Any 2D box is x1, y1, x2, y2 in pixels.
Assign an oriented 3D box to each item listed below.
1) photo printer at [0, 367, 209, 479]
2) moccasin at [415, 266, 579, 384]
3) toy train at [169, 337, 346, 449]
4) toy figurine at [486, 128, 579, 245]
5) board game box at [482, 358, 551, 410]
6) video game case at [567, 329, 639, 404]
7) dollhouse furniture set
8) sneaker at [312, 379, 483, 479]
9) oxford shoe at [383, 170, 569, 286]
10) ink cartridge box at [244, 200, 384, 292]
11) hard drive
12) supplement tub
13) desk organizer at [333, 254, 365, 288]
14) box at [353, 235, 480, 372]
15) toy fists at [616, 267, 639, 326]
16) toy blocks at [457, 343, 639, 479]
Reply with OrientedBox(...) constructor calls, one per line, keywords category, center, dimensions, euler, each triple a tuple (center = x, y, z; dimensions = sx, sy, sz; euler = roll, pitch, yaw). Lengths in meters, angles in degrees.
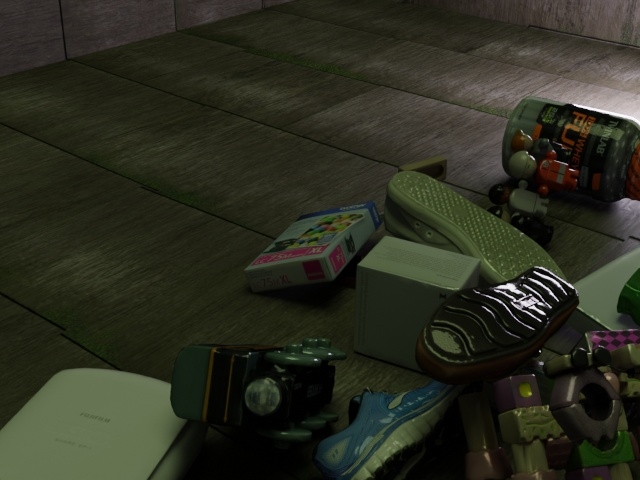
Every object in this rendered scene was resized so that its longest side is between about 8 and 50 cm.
OrientedBox(category="photo printer", center=(-0.311, 0.294, 1.195), dimensions=(0.256, 0.107, 0.307), euler=(10, 30, 16))
OrientedBox(category="moccasin", center=(0.245, 0.136, 1.246), dimensions=(0.139, 0.147, 0.380), euler=(35, 26, 19))
OrientedBox(category="toy train", center=(-0.078, 0.202, 1.240), dimensions=(0.190, 0.142, 0.334), euler=(7, -3, 13))
OrientedBox(category="toy figurine", center=(0.446, -0.116, 1.874), dimensions=(0.148, 0.213, 0.209), euler=(17, 30, 0))
OrientedBox(category="board game box", center=(0.296, 0.223, 1.356), dimensions=(0.154, 0.103, 0.026), euler=(20, 33, 29))
OrientedBox(category="video game case", center=(0.482, 0.194, 1.320), dimensions=(0.232, 0.210, 0.042), euler=(-1, 58, -6))
OrientedBox(category="dollhouse furniture set", center=(0.258, -0.084, 1.873), dimensions=(0.144, 0.151, 0.123), euler=(-17, 34, -27))
OrientedBox(category="sneaker", center=(0.119, 0.254, 1.269), dimensions=(0.147, 0.130, 0.330), euler=(28, 38, 36))
OrientedBox(category="oxford shoe", center=(0.301, 0.026, 1.713), dimensions=(0.449, 0.130, 0.169), euler=(38, 39, 27))
OrientedBox(category="ink cartridge box", center=(0.000, 0.000, 1.739), dimensions=(0.185, 0.065, 0.311), euler=(-10, 18, 31))
OrientedBox(category="hard drive", center=(0.618, 0.115, 1.595), dimensions=(0.353, 0.047, 0.233), euler=(-23, 46, -37))
OrientedBox(category="supplement tub", center=(0.622, -0.213, 2.067), dimensions=(0.338, 0.207, 0.207), euler=(18, 33, 29))
OrientedBox(category="desk organizer", center=(0.094, 0.066, 1.692), dimensions=(0.130, 0.050, 0.047), euler=(12, 30, 19))
OrientedBox(category="box", center=(0.162, 0.111, 1.474), dimensions=(0.182, 0.181, 0.119), euler=(15, 31, 23))
OrientedBox(category="toy fists", center=(0.639, 0.088, 1.519), dimensions=(0.142, 0.096, 0.279), euler=(26, 40, 34))
OrientedBox(category="toy blocks", center=(0.365, 0.290, 1.094), dimensions=(0.288, 0.309, 0.260), euler=(-1, 70, -20))
